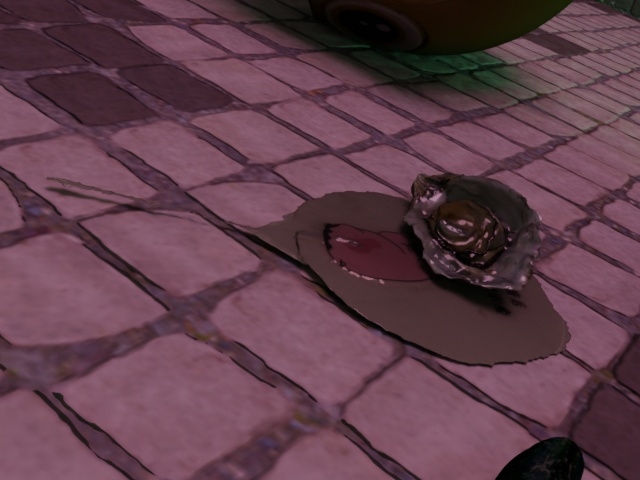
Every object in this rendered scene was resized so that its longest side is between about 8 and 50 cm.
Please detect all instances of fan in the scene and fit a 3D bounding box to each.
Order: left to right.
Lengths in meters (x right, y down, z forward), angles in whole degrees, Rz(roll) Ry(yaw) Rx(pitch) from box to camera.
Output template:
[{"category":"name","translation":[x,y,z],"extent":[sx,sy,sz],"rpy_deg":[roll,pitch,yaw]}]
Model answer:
[{"category":"fan","translation":[0.000,-0.001,0.458],"extent":[0.310,0.010,0.182],"rpy_deg":[13,28,-16]}]

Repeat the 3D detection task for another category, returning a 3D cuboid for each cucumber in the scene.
[{"category":"cucumber","translation":[0.072,0.105,0.288],"extent":[0.032,0.032,0.133],"rpy_deg":[30,30,19]}]

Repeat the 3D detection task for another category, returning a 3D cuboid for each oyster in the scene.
[{"category":"oyster","translation":[0.089,-0.002,0.494],"extent":[0.098,0.037,0.100],"rpy_deg":[13,42,21]}]

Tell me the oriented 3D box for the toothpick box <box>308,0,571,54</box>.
[{"category":"toothpick box","translation":[0.131,-0.410,0.892],"extent":[0.409,0.409,0.425],"rpy_deg":[29,26,17]}]
